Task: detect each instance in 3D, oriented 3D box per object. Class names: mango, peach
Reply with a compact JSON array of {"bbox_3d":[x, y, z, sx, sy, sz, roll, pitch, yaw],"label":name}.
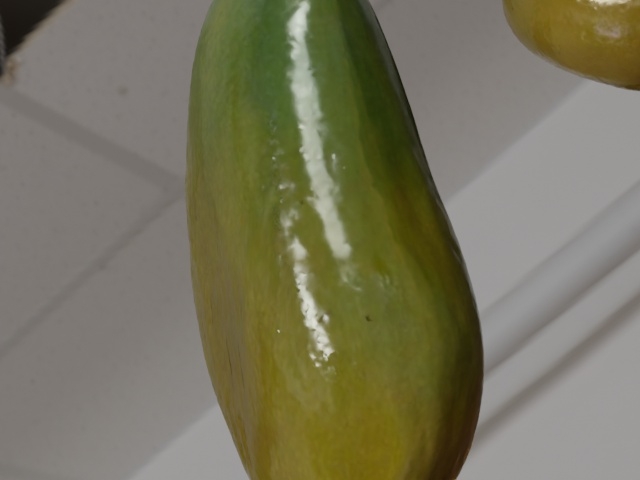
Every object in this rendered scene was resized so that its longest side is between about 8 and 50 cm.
[{"bbox_3d":[-0.003,0.004,0.581,0.091,0.237,0.137,-4,-18,-28],"label":"mango"},{"bbox_3d":[0.260,-0.199,1.130,0.251,0.251,0.153,-21,-72,-20],"label":"peach"}]
